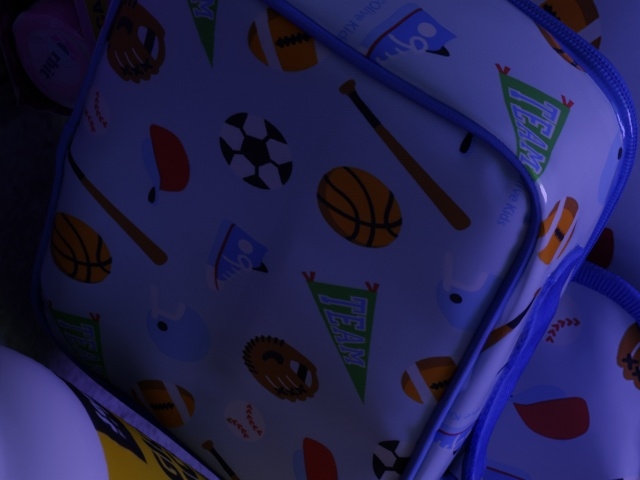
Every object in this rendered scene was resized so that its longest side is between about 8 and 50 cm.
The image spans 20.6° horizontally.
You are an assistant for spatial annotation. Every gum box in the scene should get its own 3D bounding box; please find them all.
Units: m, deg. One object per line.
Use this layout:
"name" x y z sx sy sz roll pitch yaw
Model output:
"gum box" -0.114 -0.166 0.847 0.107 0.062 0.188 -46 136 -41

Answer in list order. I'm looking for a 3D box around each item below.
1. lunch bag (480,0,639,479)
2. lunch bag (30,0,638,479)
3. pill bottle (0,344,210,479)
"lunch bag" 0.093 -0.036 0.968 0.239 0.328 0.385 8 96 -61
"lunch bag" 0.000 0.000 0.803 0.115 0.243 0.303 -44 163 -43
"pill bottle" -0.141 0.157 0.788 0.334 0.188 0.188 47 60 -54
